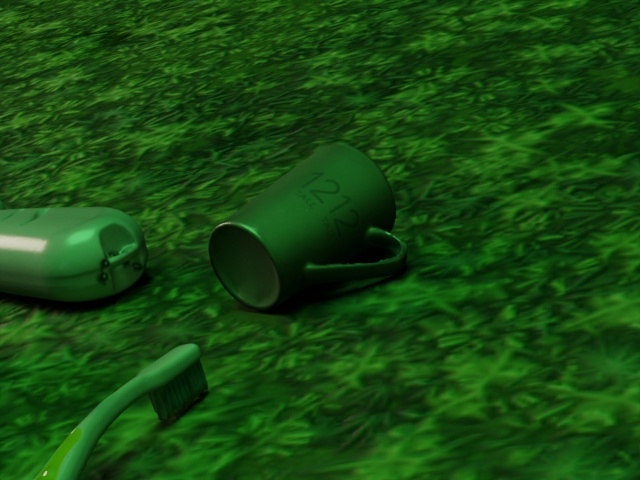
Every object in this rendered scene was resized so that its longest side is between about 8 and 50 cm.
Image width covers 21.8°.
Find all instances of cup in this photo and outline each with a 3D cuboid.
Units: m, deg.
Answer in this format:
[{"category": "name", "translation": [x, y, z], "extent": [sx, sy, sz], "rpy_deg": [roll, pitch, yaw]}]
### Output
[{"category": "cup", "translation": [-0.003, 0.002, 0.804], "extent": [0.083, 0.075, 0.054], "rpy_deg": [-35, -9, -39]}]

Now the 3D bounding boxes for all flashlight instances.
[{"category": "flashlight", "translation": [-0.174, 0.002, 0.910], "extent": [0.200, 0.048, 0.093], "rpy_deg": [3, 26, 43]}]

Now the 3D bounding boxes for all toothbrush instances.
[{"category": "toothbrush", "translation": [-0.118, 0.105, 0.617], "extent": [0.022, 0.026, 0.263], "rpy_deg": [-8, 19, 36]}]
